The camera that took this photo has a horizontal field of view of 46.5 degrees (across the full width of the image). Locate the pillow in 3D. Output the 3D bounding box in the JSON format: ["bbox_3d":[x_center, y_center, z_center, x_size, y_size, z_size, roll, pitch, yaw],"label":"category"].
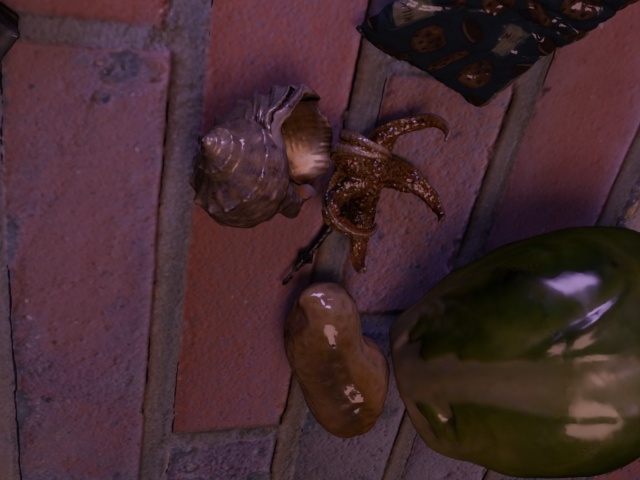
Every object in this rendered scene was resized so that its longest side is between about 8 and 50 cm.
[{"bbox_3d":[0.183,-0.228,0.703,0.189,0.034,0.256,21,146,-34],"label":"pillow"}]

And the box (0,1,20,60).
[{"bbox_3d":[-0.306,-0.175,0.638,0.085,0.060,0.063,-45,133,15],"label":"box"}]

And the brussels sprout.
[{"bbox_3d":[0.272,0.128,0.905,0.371,0.315,0.275,-23,105,5],"label":"brussels sprout"}]

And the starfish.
[{"bbox_3d":[0.071,-0.053,0.829,0.146,0.074,0.189,-10,129,-27],"label":"starfish"}]

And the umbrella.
[{"bbox_3d":[-0.002,0.001,0.882,0.148,0.022,0.022,-52,165,20],"label":"umbrella"}]

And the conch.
[{"bbox_3d":[-0.044,-0.079,0.744,0.155,0.130,0.207,-42,150,18],"label":"conch"}]

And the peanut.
[{"bbox_3d":[0.021,0.149,0.944,0.120,0.110,0.236,-7,122,13],"label":"peanut"}]
